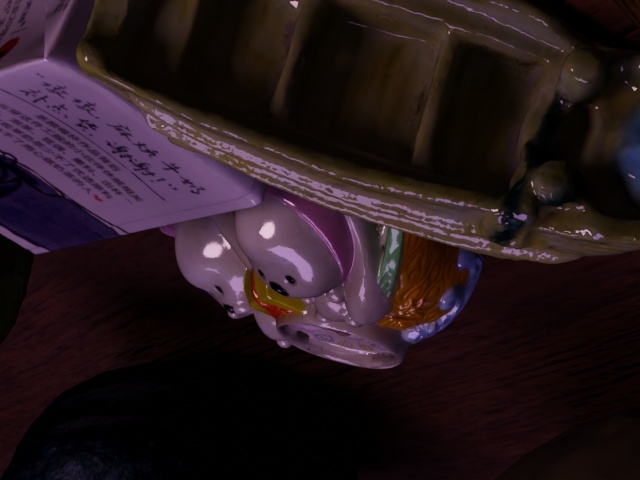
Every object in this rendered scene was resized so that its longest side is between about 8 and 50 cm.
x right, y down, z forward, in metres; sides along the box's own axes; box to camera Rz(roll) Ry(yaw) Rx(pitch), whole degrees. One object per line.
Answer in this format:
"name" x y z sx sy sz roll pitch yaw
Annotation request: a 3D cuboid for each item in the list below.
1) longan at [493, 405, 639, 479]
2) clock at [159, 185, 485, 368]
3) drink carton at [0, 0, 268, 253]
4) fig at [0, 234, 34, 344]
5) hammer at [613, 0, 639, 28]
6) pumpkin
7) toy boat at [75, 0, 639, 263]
"longan" 0.227 0.279 1.062 0.391 0.391 0.391 19 158 8
"clock" 0.000 0.000 0.993 0.144 0.103 0.231 20 161 -18
"drink carton" -0.123 -0.074 0.940 0.134 0.102 0.222 37 154 -28
"fig" -0.246 0.001 1.083 0.203 0.203 0.235 32 166 -22
"hammer" 0.036 -0.177 0.576 0.242 0.095 0.409 1 152 41
"pumpkin" -0.099 0.263 1.361 0.266 0.363 0.363 -1 153 11
"toy boat" 0.036 -0.062 0.807 0.276 0.111 0.084 16 162 6
